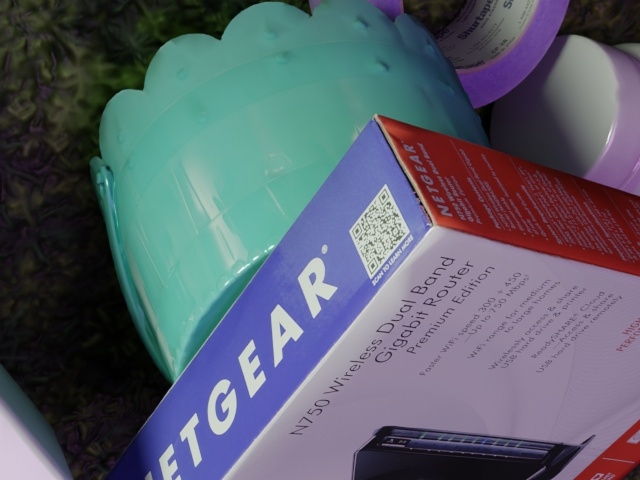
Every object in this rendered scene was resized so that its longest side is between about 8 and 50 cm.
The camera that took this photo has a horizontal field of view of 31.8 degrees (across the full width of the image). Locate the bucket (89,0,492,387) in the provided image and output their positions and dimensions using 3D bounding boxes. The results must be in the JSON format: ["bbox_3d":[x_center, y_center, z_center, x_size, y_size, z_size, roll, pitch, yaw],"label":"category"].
[{"bbox_3d":[0.000,0.000,0.740,0.281,0.183,0.281,-13,139,-12],"label":"bucket"}]

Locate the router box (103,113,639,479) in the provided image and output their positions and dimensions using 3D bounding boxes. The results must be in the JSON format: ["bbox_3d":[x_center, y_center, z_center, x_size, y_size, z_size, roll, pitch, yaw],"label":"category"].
[{"bbox_3d":[0.069,0.105,0.682,0.301,0.082,0.335,12,129,-35],"label":"router box"}]

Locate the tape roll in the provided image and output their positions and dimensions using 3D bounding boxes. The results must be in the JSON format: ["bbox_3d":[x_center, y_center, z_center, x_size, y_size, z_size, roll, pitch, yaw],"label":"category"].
[{"bbox_3d":[0.090,-0.195,0.825,0.189,0.080,0.189,-13,118,-27],"label":"tape roll"}]

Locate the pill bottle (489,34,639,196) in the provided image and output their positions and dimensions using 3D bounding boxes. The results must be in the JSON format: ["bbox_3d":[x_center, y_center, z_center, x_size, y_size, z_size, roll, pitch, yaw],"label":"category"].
[{"bbox_3d":[0.291,-0.076,0.960,0.283,0.160,0.160,10,106,-35],"label":"pill bottle"}]

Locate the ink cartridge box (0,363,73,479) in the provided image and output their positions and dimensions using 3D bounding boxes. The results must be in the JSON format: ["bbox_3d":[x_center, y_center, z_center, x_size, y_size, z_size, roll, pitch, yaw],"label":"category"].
[{"bbox_3d":[-0.369,0.140,0.589,0.385,0.160,0.279,-38,105,-12],"label":"ink cartridge box"}]
